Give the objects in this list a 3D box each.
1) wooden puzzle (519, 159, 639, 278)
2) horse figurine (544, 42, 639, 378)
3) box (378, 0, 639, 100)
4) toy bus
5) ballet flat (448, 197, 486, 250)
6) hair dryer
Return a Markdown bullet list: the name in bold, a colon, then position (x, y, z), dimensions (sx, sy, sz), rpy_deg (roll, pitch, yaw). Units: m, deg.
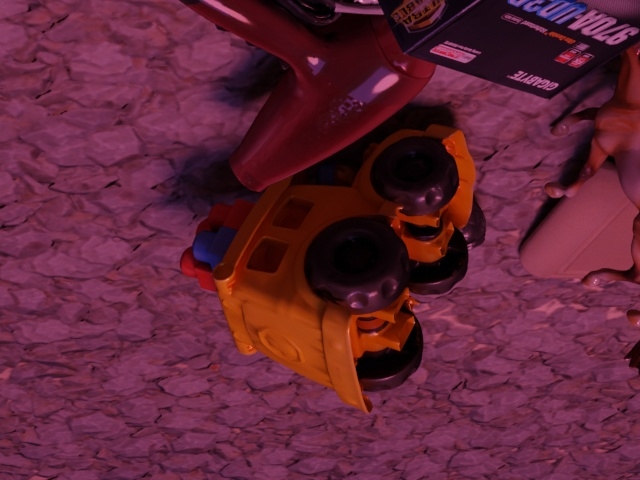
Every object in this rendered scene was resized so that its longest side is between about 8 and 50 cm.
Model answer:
- **wooden puzzle**: position (0.319, -0.016, 1.514), dimensions (0.238, 0.044, 0.221), rpy_deg (6, 156, -12)
- **horse figurine**: position (0.243, -0.035, 1.311), dimensions (0.066, 0.263, 0.174), rpy_deg (-9, 161, -27)
- **box**: position (0.166, -0.174, 1.159), dimensions (0.175, 0.051, 0.220), rpy_deg (-33, 159, 26)
- **toy bus**: position (0.000, 0.000, 1.391), dimensions (0.211, 0.220, 0.149), rpy_deg (18, 150, 23)
- **ballet flat**: position (0.061, -0.002, 1.512), dimensions (0.173, 0.057, 0.049), rpy_deg (-15, 107, 12)
- **hair dryer**: position (-0.021, -0.152, 1.223), dimensions (0.223, 0.080, 0.293), rpy_deg (0, 134, -6)
